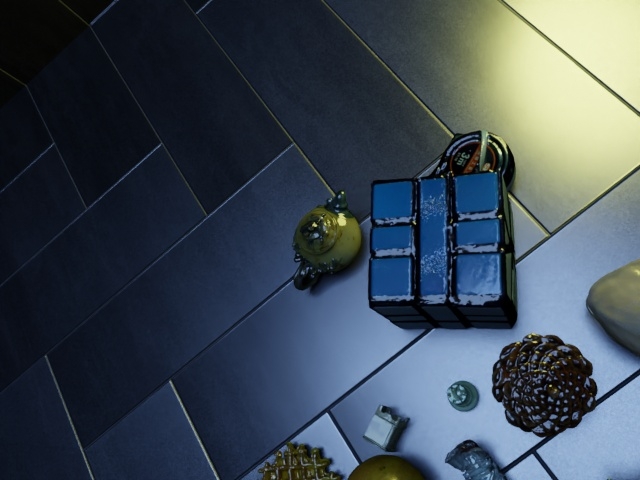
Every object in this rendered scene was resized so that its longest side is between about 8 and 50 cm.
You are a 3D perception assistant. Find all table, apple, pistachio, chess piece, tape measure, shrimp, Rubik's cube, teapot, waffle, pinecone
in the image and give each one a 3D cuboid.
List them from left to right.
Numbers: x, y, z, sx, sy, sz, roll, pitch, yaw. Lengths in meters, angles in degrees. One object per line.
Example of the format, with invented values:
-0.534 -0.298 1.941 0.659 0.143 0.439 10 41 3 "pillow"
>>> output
-0.053 0.600 1.380 0.228 0.051 0.232 39 90 28 "waffle"
0.000 0.000 1.477 0.173 0.182 0.270 29 87 27 "teapot"
0.141 0.541 1.255 0.182 0.183 0.155 20 52 27 "apple"
0.150 0.422 1.335 0.062 0.079 0.083 24 82 28 "table"
0.273 0.035 1.294 0.283 0.293 0.289 -5 73 24 "Rubik's cube"
0.302 0.334 1.286 0.067 0.103 0.067 -7 71 21 "chess piece"
0.370 -0.167 1.419 0.181 0.107 0.182 32 88 31 "tape measure"
0.390 0.585 1.147 0.221 0.166 0.411 -35 51 11 "shrimp"
0.441 0.288 1.193 0.207 0.207 0.208 -7 71 21 "pinecone"
0.682 0.129 1.134 0.331 0.207 0.226 -7 92 35 "pistachio"

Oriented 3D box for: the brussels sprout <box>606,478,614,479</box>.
0.609 0.544 1.017 0.294 0.227 0.260 -14 62 31 "brussels sprout"
